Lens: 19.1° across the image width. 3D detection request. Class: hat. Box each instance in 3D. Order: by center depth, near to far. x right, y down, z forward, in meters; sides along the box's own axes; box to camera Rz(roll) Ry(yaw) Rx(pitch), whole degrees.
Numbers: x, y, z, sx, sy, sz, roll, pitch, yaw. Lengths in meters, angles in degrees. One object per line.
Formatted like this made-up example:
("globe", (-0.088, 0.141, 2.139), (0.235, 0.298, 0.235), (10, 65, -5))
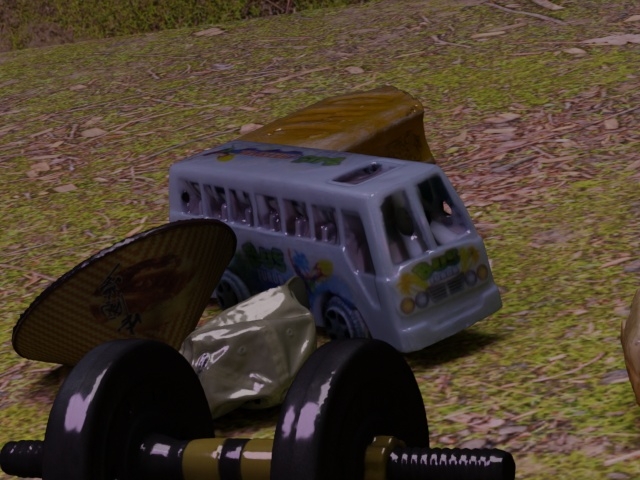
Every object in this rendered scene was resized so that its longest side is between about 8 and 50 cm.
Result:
("hat", (-0.050, 0.089, 1.366), (0.122, 0.081, 0.166), (-46, -8, 11))
("hat", (-0.133, 0.069, 1.459), (0.193, 0.082, 0.193), (-28, -19, -11))

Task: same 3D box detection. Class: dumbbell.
("dumbbell", (-0.044, 0.125, 1.061), (0.325, 0.143, 0.143), (-2, 17, 28))

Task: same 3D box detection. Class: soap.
("soap", (0.018, -0.091, 1.928), (0.160, 0.080, 0.257), (2, 19, 35))

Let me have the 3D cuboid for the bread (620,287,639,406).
("bread", (0.250, 0.074, 1.194), (0.125, 0.082, 0.106), (4, 28, 10))

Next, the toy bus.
("toy bus", (0.000, 0.000, 1.500), (0.109, 0.136, 0.330), (-22, 18, -31))
